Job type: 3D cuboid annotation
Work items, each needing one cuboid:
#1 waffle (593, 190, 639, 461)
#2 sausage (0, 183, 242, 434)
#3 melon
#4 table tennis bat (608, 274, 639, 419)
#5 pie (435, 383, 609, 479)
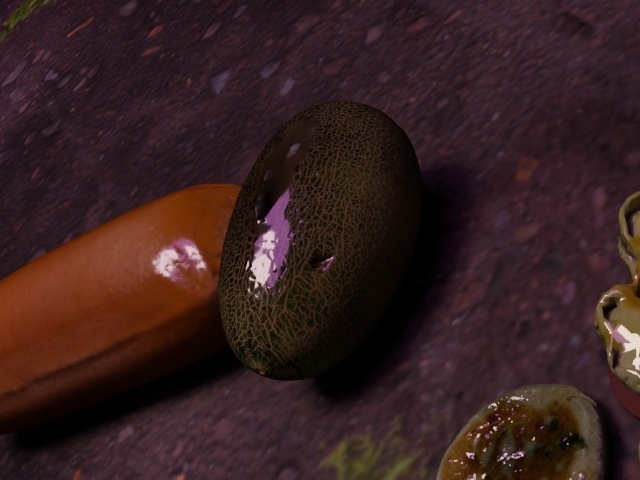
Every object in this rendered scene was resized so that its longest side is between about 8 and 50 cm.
[{"bbox_3d":[0.236,-0.012,0.393,0.317,0.073,0.297,-29,32,30],"label":"waffle"},{"bbox_3d":[-0.140,0.048,0.760,0.274,0.105,0.105,-25,37,33],"label":"sausage"},{"bbox_3d":[0.000,0.000,0.644,0.099,0.099,0.162,-12,49,44],"label":"melon"},{"bbox_3d":[0.164,0.010,0.513,0.087,0.013,0.156,-18,42,42],"label":"table tennis bat"},{"bbox_3d":[0.081,0.095,0.509,0.085,0.017,0.085,-32,33,24],"label":"pie"}]
